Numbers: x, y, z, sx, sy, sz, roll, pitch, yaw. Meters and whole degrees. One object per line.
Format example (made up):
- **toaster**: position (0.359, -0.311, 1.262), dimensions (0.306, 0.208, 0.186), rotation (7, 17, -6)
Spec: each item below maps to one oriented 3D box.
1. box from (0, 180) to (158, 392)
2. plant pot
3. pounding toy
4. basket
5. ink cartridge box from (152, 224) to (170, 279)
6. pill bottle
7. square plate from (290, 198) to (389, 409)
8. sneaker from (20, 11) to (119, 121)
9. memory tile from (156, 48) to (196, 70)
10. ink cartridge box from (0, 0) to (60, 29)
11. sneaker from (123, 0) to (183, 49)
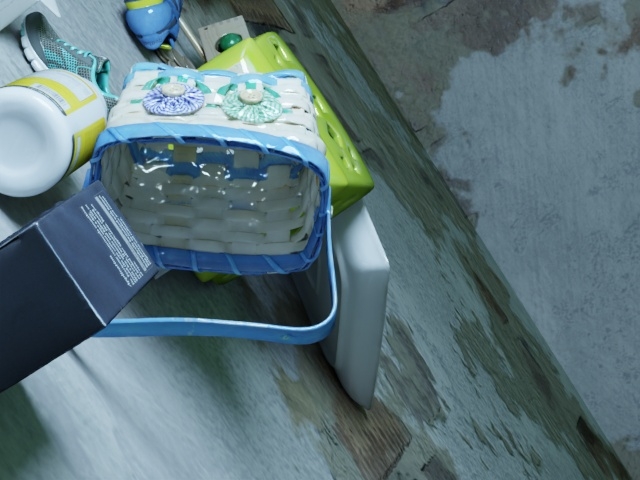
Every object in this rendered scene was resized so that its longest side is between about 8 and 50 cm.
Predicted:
- **box**: position (-0.225, 0.044, 1.103), dimensions (0.093, 0.156, 0.158), rotation (57, 14, -7)
- **plant pot**: position (-0.094, -0.091, 1.632), dimensions (0.227, 0.228, 0.207), rotation (57, 7, 0)
- **pounding toy**: position (-0.145, -0.262, 2.153), dimensions (0.141, 0.100, 0.130), rotation (75, -3, -47)
- **basket**: position (-0.112, -0.029, 1.386), dimensions (0.201, 0.255, 0.289), rotation (96, -5, -55)
- **ink cartridge box**: position (-0.186, -0.003, 1.588), dimensions (0.083, 0.028, 0.048), rotation (56, 12, -4)
- **pill bottle**: position (-0.265, -0.109, 1.405), dimensions (0.103, 0.103, 0.184), rotation (55, 14, -7)
- **square plate**: position (0.000, 0.000, 1.897), dimensions (0.344, 0.049, 0.347), rotation (93, -22, -55)
- **sneaker**: position (-0.269, -0.189, 1.617), dimensions (0.166, 0.076, 0.065), rotation (59, 13, 9)
- **memory tile**: position (-0.183, -0.213, 2.082), dimensions (0.148, 0.012, 0.113), rotation (62, 15, 20)
- **ink cartridge box**: position (-0.368, -0.299, 1.540), dimensions (0.198, 0.067, 0.115), rotation (35, 26, -52)
- **sneaker**: position (-0.229, -0.310, 2.055), dimensions (0.209, 0.069, 0.082), rotation (-79, 156, -75)
